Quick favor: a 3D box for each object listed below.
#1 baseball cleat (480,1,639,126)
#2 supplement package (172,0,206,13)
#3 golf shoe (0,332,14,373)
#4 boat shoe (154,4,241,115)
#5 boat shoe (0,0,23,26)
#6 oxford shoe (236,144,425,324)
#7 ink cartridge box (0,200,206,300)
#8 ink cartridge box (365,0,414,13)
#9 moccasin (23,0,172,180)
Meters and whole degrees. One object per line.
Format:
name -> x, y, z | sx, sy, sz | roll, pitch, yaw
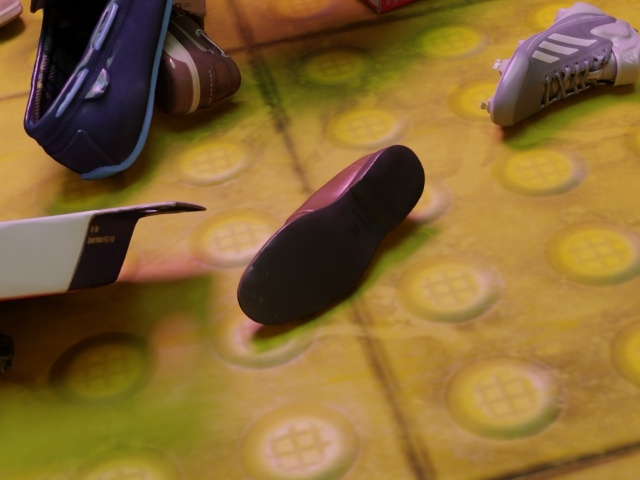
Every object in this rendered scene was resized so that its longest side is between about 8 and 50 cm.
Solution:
baseball cleat -> 0.243, -0.167, 1.154 | 0.109, 0.072, 0.206 | 24, 51, 25
supplement package -> -0.242, -0.414, 1.372 | 0.175, 0.293, 0.177 | -9, 37, -2
golf shoe -> -0.329, 0.114, 0.899 | 0.094, 0.077, 0.198 | 13, 34, 41
boat shoe -> -0.168, -0.212, 1.277 | 0.095, 0.095, 0.257 | -15, 45, -28
boat shoe -> -0.475, -0.327, 1.457 | 0.109, 0.098, 0.302 | -35, 45, -31
oxford shoe -> 0.000, 0.000, 0.999 | 0.212, 0.076, 0.076 | -41, 19, -33
ink cartridge box -> -0.279, 0.018, 0.939 | 0.371, 0.069, 0.176 | -9, 0, 2
ink cartridge box -> 0.142, -0.414, 1.421 | 0.306, 0.131, 0.226 | -21, 48, -20
moccasin -> -0.214, -0.230, 1.155 | 0.137, 0.117, 0.342 | -23, 58, 32
